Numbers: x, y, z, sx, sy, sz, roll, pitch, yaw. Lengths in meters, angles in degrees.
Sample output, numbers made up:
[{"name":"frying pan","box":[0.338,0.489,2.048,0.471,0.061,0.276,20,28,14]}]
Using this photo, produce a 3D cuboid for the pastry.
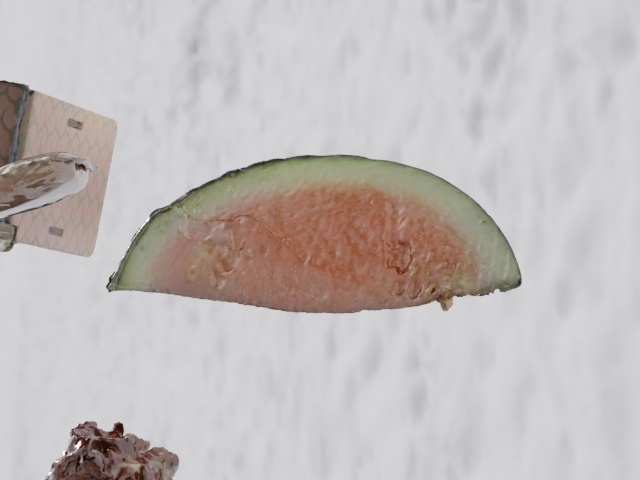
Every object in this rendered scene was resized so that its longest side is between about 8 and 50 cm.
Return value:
[{"name":"pastry","box":[-0.181,0.259,1.583,0.097,0.115,0.208,-29,-54,-73]}]

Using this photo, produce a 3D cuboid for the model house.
[{"name":"model house","box":[-0.326,-0.087,1.633,0.244,0.326,0.169,10,86,54]}]

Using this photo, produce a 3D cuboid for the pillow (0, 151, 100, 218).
[{"name":"pillow","box":[-0.265,-0.023,1.387,0.135,0.211,0.034,136,115,-89]}]

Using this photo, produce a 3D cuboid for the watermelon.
[{"name":"watermelon","box":[0.000,0.006,1.114,0.119,0.245,0.063,-74,-20,-48]}]
